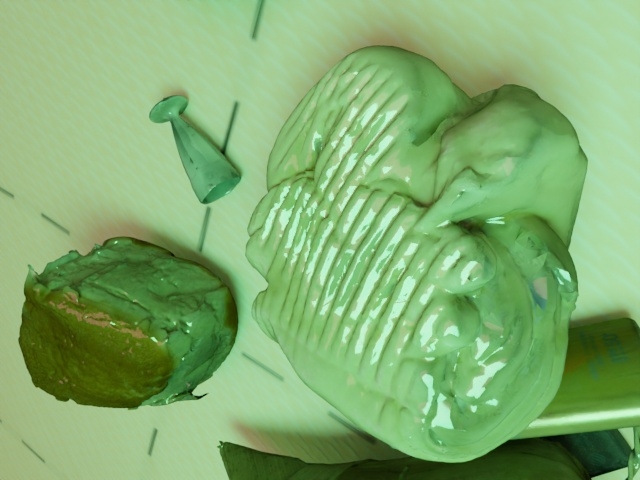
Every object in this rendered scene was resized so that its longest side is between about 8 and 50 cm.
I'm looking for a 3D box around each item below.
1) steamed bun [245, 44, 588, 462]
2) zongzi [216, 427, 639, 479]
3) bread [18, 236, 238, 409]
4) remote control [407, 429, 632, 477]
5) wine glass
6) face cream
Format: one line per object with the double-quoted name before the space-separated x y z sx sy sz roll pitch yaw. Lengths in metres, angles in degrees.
"steamed bun" 0.102 0.000 0.462 0.352 0.247 0.340 29 106 42
"zongzi" 0.080 0.295 0.540 0.467 0.218 0.500 39 112 24
"bread" -0.287 0.144 0.697 0.278 0.225 0.250 25 120 5
"remote control" 0.216 0.323 0.608 0.377 0.044 0.107 -39 81 29
"wine glass" -0.190 -0.135 0.658 0.073 0.073 0.155 -38 84 29
"face cream" 0.218 0.168 0.502 0.284 0.139 0.067 -21 105 27
